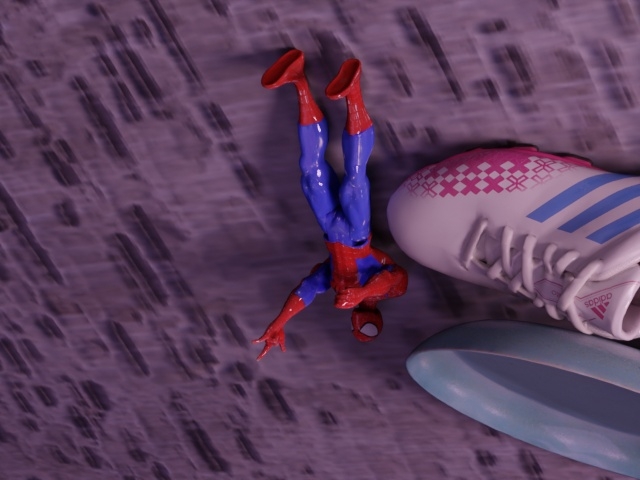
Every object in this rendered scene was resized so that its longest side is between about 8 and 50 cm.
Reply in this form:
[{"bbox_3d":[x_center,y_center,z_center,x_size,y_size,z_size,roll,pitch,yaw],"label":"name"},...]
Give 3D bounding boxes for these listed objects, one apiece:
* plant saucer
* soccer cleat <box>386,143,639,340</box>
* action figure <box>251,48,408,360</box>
[{"bbox_3d":[0.224,0.131,1.412,0.317,0.044,0.317,19,164,6],"label":"plant saucer"},{"bbox_3d":[0.187,0.008,1.317,0.331,0.143,0.116,2,132,27],"label":"soccer cleat"},{"bbox_3d":[0.000,0.000,1.420,0.091,0.139,0.280,14,139,30],"label":"action figure"}]
